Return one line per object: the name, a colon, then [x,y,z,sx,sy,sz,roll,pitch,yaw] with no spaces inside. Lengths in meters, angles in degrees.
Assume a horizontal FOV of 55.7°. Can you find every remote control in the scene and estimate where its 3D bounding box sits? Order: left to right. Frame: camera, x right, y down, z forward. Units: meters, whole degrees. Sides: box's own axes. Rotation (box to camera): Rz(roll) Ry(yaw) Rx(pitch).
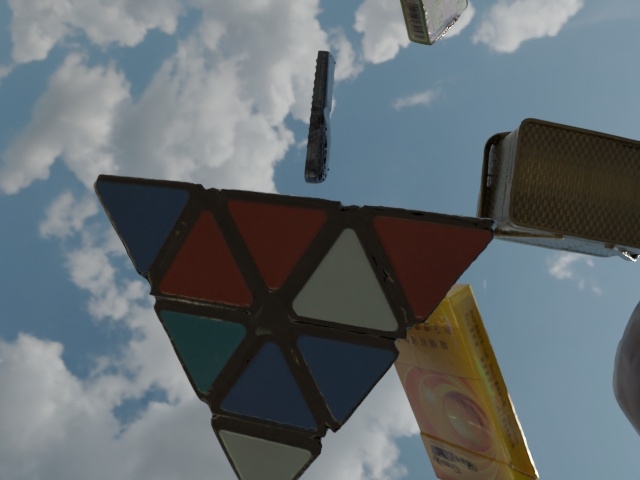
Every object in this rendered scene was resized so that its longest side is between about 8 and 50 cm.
remote control: [0.001,-0.142,0.714,0.027,0.043,0.153,5,-87,18]

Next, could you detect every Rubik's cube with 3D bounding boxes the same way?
Rubik's cube: [0.000,0.000,0.420,0.234,0.250,0.284,-19,-145,41]

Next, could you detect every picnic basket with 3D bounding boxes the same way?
picnic basket: [0.378,-0.068,0.912,0.266,0.139,0.165,10,-97,-4]

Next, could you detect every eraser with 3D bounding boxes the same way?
eraser: [0.053,-0.144,0.304,0.019,0.083,0.038,31,-110,36]

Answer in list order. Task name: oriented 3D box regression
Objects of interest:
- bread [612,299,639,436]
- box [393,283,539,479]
bread: [0.481,0.153,0.690,0.224,0.279,0.250,8,-150,-4]
box: [0.153,0.175,0.700,0.043,0.270,0.152,-28,-167,-28]
